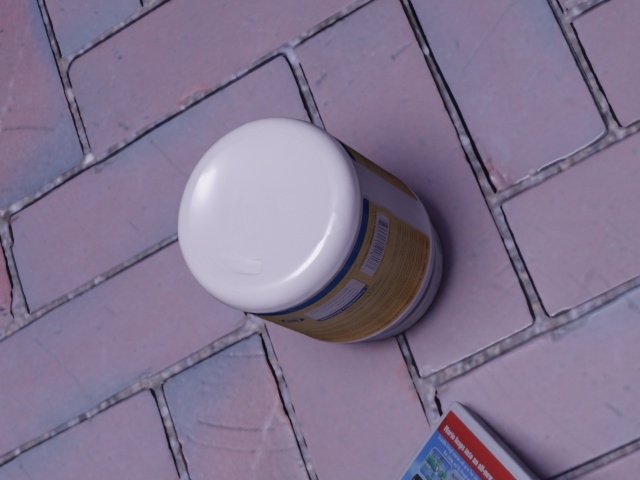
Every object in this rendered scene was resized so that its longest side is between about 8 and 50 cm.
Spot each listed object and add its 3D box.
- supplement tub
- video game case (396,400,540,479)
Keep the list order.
[{"bbox_3d":[0.000,0.000,1.121,0.144,0.200,0.144,-8,73,26],"label":"supplement tub"},{"bbox_3d":[0.058,0.271,1.055,0.285,0.025,0.204,-56,22,5],"label":"video game case"}]
